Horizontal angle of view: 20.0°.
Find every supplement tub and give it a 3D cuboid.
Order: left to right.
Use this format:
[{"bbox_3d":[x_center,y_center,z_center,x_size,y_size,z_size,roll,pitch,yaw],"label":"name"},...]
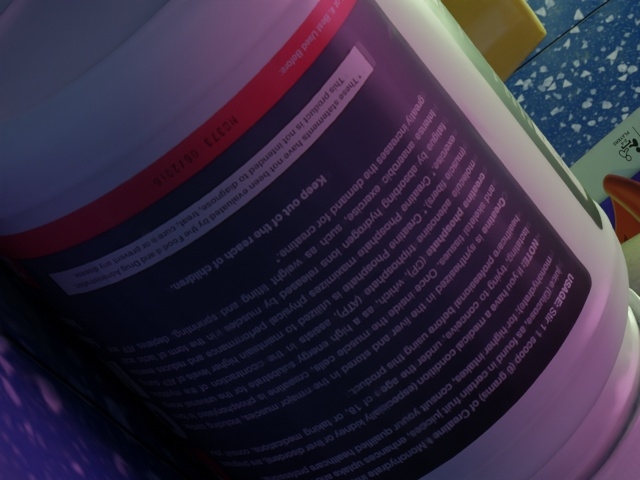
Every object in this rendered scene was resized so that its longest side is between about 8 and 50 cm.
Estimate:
[{"bbox_3d":[0.000,0.000,0.715,0.272,0.191,0.191,49,9,-25],"label":"supplement tub"}]

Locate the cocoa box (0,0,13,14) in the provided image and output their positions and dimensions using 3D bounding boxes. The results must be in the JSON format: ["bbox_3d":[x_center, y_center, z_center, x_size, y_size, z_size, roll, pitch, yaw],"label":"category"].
[{"bbox_3d":[-0.173,-0.295,0.865,0.347,0.228,0.231,44,12,-47],"label":"cocoa box"}]

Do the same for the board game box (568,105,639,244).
[{"bbox_3d":[0.219,0.063,1.201,0.078,0.347,0.233,-26,76,-47],"label":"board game box"}]

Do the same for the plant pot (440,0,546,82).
[{"bbox_3d":[0.040,-0.159,1.471,0.254,0.239,0.254,51,9,-11],"label":"plant pot"}]

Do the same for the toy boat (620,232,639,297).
[{"bbox_3d":[0.228,0.141,0.997,0.267,0.318,0.148,30,-11,2],"label":"toy boat"}]
